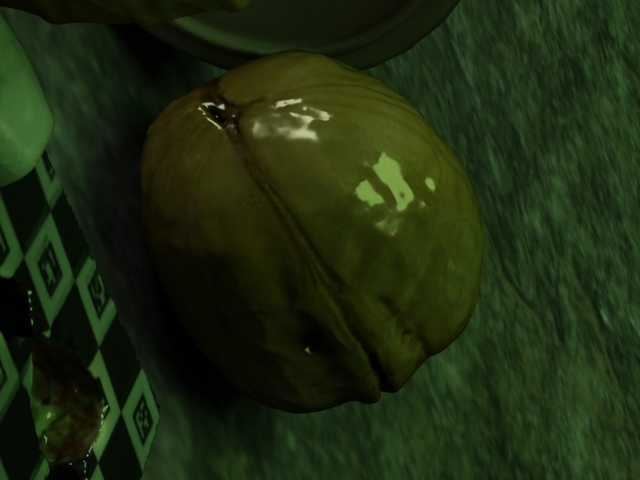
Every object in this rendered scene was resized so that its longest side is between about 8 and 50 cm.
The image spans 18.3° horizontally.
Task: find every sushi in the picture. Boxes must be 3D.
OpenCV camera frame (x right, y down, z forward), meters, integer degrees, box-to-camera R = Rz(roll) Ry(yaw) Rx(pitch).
[{"bbox_3d":[-0.117,0.044,0.723,0.139,0.031,0.201,-75,154,-47],"label":"sushi"}]

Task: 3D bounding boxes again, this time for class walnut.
[{"bbox_3d":[0.000,0.000,0.882,0.144,0.144,0.180,-79,155,-44],"label":"walnut"}]

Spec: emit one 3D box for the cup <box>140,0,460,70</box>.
[{"bbox_3d":[-0.011,-0.210,0.957,0.208,0.288,0.273,29,40,-9],"label":"cup"}]

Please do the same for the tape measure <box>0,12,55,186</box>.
[{"bbox_3d":[-0.196,-0.059,0.513,0.258,0.130,0.265,61,28,-33],"label":"tape measure"}]

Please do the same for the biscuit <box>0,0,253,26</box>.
[{"bbox_3d":[-0.144,-0.162,0.586,0.309,0.204,0.040,42,51,-23],"label":"biscuit"}]
